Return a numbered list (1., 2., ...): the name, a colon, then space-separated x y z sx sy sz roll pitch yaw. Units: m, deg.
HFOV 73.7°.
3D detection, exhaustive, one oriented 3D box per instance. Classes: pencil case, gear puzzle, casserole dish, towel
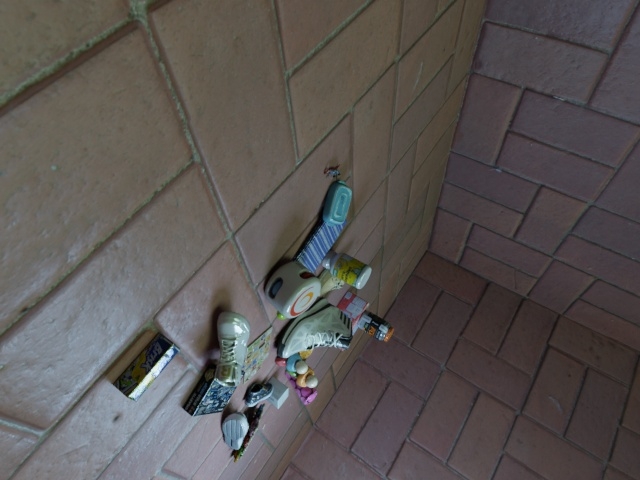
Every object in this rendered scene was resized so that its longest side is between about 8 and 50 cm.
1. pencil case: -0.097 0.731 2.196 0.098 0.209 0.095 -37 150 -5
2. gear puzzle: -0.357 0.936 2.055 0.175 0.044 0.339 -74 -171 -65
3. casserole dish: 0.073 -0.145 1.701 0.114 0.037 0.188 13 92 -43
4. towel: 0.000 0.000 1.806 0.336 0.040 0.243 -56 159 -11

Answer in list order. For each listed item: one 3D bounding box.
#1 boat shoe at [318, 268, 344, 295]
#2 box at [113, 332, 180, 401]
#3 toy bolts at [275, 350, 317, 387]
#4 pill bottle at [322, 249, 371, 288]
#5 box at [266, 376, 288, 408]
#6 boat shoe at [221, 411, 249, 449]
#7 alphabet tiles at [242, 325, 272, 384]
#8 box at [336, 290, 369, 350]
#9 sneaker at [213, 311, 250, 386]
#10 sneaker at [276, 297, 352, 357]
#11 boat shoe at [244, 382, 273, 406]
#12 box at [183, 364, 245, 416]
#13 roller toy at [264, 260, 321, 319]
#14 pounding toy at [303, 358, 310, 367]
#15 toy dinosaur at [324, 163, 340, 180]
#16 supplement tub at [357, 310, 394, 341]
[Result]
1. boat shoe: 0.073 0.184 2.082 0.302 0.098 0.109 -38 148 -46
2. box: -0.457 0.335 1.134 0.169 0.059 0.054 -52 158 -23
3. toy bolts: -0.080 0.587 2.061 0.218 0.158 0.228 -59 141 -12
4. pill bottle: 0.118 0.127 1.966 0.117 0.208 0.118 -48 155 -32
5. box: -0.219 0.741 2.080 0.087 0.101 0.102 -46 155 -35
6. boat shoe: -0.366 0.811 1.867 0.094 0.109 0.302 -62 173 -45
7. alphabet tiles: -0.276 0.494 1.791 0.198 0.009 0.237 -37 147 -47
8. box: 0.148 0.472 2.513 0.300 0.154 0.142 -53 156 -24
9. sneaker: -0.292 0.372 1.400 0.293 0.108 0.169 93 0 -47
10. sneaker: 0.005 0.449 2.027 0.447 0.257 0.169 -33 144 -50
11. boat shoe: -0.268 0.682 1.950 0.183 0.065 0.083 -19 134 -59
12. box: -0.381 0.544 1.559 0.175 0.051 0.220 -59 158 -7
13. roller toy: -0.106 0.179 1.613 0.209 0.146 0.191 -38 153 -23
14. pounding toy: -0.107 0.720 2.340 0.141 0.100 0.130 -45 154 -14
15. toy dinosaur: 0.041 -0.259 1.606 0.082 0.047 0.090 36 49 -59
16. supplement tub: 0.320 0.497 2.464 0.117 0.190 0.117 -47 153 -33
